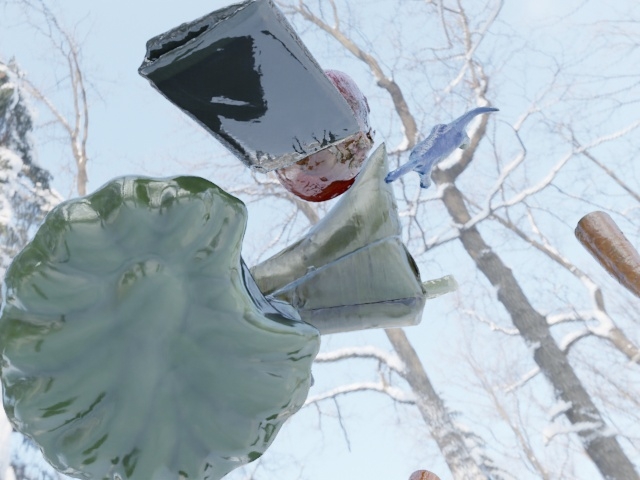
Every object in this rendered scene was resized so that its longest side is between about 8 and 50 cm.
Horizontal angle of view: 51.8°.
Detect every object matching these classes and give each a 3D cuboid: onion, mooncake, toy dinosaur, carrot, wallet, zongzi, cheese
[{"bbox_3d":[0.023,-0.176,1.122,0.230,0.163,0.230,-13,-73,-49],"label":"onion"},{"bbox_3d":[-0.184,0.101,0.734,0.351,0.187,0.351,-1,-85,-10],"label":"mooncake"},{"bbox_3d":[0.211,-0.172,1.145,0.248,0.188,0.075,-40,-99,5],"label":"toy dinosaur"},{"bbox_3d":[0.432,0.038,0.916,0.061,0.209,0.061,-6,-54,-8],"label":"carrot"},{"bbox_3d":[-0.071,-0.166,0.758,0.169,0.052,0.245,-19,-33,21],"label":"wallet"},{"bbox_3d":[0.000,0.000,1.311,0.356,0.393,0.174,-8,-19,-5],"label":"zongzi"},{"bbox_3d":[0.237,0.126,1.587,0.194,0.043,0.065,-18,-31,20],"label":"cheese"}]

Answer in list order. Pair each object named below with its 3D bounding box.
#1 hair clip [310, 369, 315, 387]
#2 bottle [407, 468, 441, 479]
[{"bbox_3d":[-0.087,0.286,1.615,0.052,0.195,0.124,-51,-20,9],"label":"hair clip"},{"bbox_3d":[0.168,0.489,1.150,0.069,0.187,0.069,9,-61,16],"label":"bottle"}]
